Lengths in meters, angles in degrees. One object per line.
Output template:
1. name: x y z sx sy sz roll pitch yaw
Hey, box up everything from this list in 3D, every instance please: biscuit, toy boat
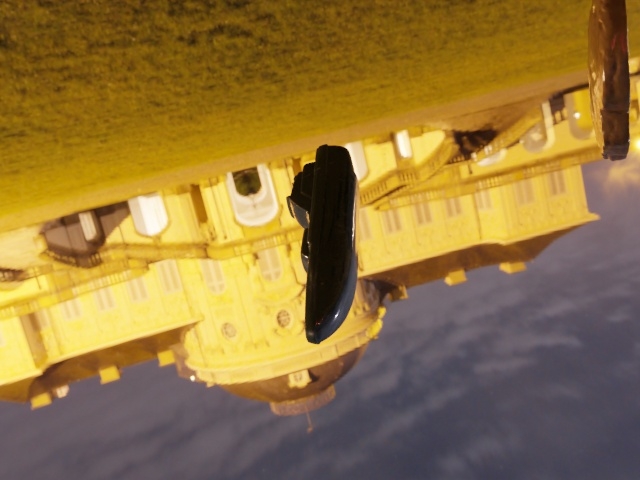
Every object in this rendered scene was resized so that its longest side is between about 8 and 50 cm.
1. biscuit: 0.420 -0.256 0.916 0.051 0.270 0.376 -2 179 25
2. toy boat: 0.000 0.000 0.704 0.085 0.078 0.261 -3 -129 9
